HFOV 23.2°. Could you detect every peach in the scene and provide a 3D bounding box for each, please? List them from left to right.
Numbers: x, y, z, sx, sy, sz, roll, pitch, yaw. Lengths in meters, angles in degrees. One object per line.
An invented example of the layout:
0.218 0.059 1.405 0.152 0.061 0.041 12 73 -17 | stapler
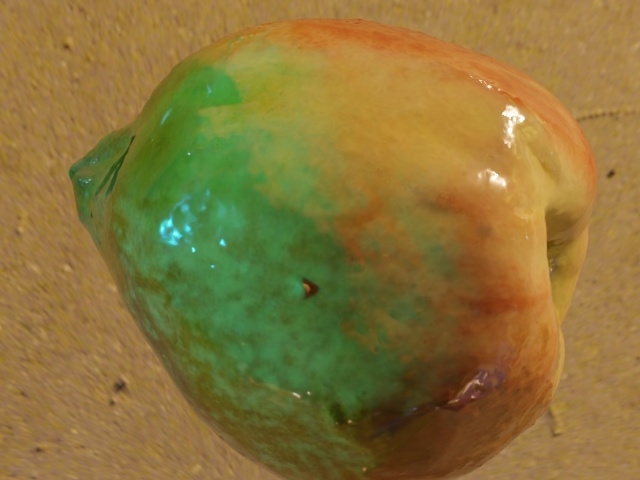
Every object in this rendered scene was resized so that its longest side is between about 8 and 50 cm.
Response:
0.000 0.000 0.758 0.257 0.232 0.232 8 79 14 | peach
